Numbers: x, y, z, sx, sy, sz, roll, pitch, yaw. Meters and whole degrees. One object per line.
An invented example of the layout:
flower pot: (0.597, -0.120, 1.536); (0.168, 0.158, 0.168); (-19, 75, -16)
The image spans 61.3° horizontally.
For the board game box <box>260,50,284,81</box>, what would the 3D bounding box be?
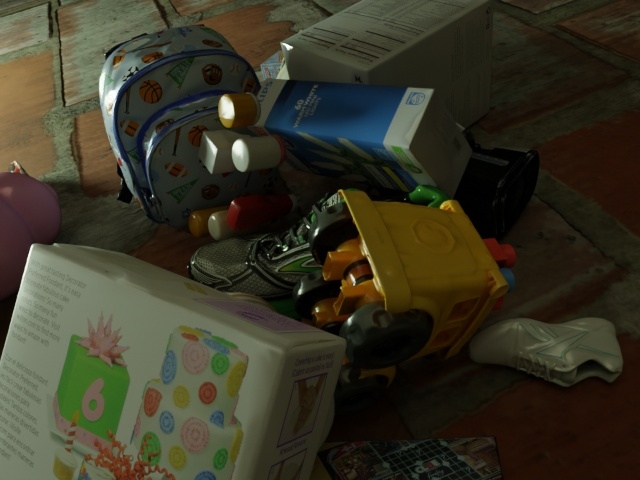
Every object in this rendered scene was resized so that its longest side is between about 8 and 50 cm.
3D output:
board game box: (-0.022, -0.382, 1.139); (0.194, 0.060, 0.194); (-6, 43, 6)

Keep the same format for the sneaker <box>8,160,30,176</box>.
sneaker: (-0.541, -0.088, 0.958); (0.065, 0.061, 0.158); (-36, 46, -14)

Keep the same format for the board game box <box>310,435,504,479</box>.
board game box: (0.037, 0.254, 0.454); (0.243, 0.042, 0.165); (-5, 43, 9)

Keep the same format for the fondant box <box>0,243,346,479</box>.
fondant box: (-0.142, 0.191, 0.390); (0.238, 0.096, 0.330); (16, 92, 28)

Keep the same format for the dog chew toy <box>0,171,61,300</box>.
dog chew toy: (-0.496, 0.019, 0.737); (0.207, 0.206, 0.332); (10, 39, 23)

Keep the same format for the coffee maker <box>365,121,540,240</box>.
coffee maker: (0.179, -0.072, 0.733); (0.178, 0.120, 0.171); (27, 82, 37)

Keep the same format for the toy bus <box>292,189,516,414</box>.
toy bus: (0.092, 0.064, 0.549); (0.211, 0.220, 0.149); (-3, 48, -21)

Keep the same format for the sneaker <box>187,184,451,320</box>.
sneaker: (0.000, 0.000, 0.658); (0.344, 0.146, 0.134); (-11, 42, 7)

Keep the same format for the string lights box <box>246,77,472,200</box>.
string lights box: (0.042, -0.132, 0.683); (0.260, 0.133, 0.076); (17, 77, 39)

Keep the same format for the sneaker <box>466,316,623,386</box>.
sneaker: (0.228, 0.114, 0.549); (0.152, 0.053, 0.061); (-5, 46, 9)

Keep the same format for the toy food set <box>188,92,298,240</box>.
toy food set: (-0.091, -0.081, 0.714); (0.104, 0.232, 0.111); (-15, 52, -39)

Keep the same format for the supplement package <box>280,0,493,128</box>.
supplement package: (0.114, -0.260, 0.869); (0.263, 0.199, 0.198); (-36, 46, -22)

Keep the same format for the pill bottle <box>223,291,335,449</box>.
pill bottle: (-0.076, 0.125, 0.537); (0.117, 0.117, 0.215); (-26, 22, -13)

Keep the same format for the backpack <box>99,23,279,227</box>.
backpack: (-0.194, -0.168, 0.802); (0.276, 0.263, 0.213); (-29, 45, -18)

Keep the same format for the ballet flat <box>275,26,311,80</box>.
ballet flat: (-0.041, -0.323, 1.013); (0.091, 0.077, 0.241); (4, 66, 18)
